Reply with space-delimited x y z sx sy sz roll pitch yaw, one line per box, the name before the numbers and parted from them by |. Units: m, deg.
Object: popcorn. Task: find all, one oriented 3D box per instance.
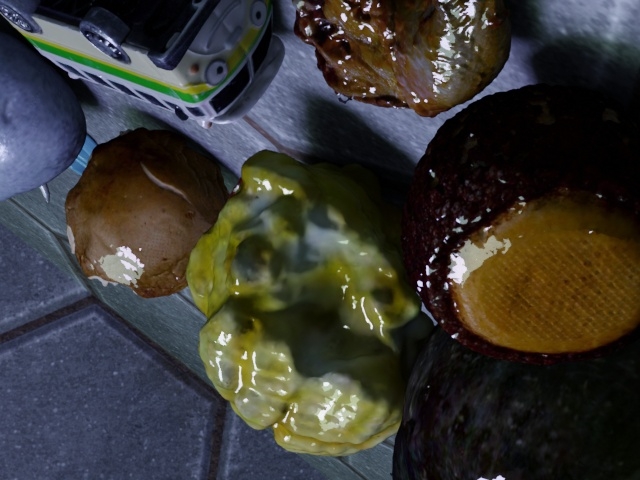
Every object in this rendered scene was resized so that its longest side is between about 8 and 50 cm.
popcorn | -0.010 0.074 1.506 0.293 0.334 0.292 -2 176 -18

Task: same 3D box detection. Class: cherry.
cherry | -0.469 -0.178 1.941 0.296 0.218 0.255 52 165 -29

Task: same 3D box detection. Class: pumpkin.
pumpkin | 0.278 0.226 1.304 0.454 0.344 0.454 40 160 18

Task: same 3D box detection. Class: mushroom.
mushroom | -0.217 -0.062 1.912 0.233 0.302 0.208 38 121 0

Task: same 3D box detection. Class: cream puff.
cream puff | 0.181 -0.017 1.080 0.239 0.165 0.239 1 131 1

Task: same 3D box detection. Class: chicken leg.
chicken leg | 0.068 -0.187 1.062 0.322 0.083 0.177 19 142 53

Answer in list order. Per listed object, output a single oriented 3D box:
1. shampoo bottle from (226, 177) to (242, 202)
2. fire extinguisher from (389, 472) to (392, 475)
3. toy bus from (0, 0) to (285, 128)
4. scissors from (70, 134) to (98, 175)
shampoo bottle | 0.000 0.000 1.752 0.260 0.064 0.102 36 164 1
fire extinguisher | 0.168 0.175 1.531 0.072 0.268 0.089 26 160 33
toy bus | -0.179 -0.221 1.346 0.305 0.143 0.179 22 162 39
scissors | -0.547 -0.250 2.241 0.447 0.029 0.192 36 164 1
